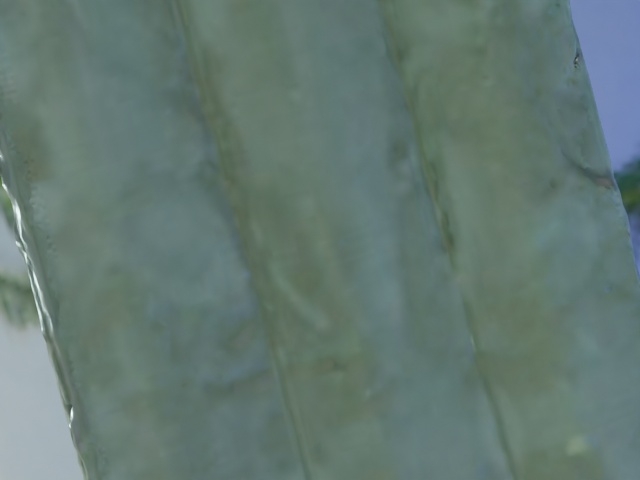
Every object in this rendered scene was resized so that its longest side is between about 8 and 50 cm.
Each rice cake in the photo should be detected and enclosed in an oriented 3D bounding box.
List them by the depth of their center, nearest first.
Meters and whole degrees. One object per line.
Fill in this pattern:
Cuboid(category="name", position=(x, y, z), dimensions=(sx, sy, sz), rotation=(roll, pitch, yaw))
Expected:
Cuboid(category="rice cake", position=(0.000, 0.000, 0.333), dimensions=(0.124, 0.211, 0.038), rotation=(-10, -179, -11))
